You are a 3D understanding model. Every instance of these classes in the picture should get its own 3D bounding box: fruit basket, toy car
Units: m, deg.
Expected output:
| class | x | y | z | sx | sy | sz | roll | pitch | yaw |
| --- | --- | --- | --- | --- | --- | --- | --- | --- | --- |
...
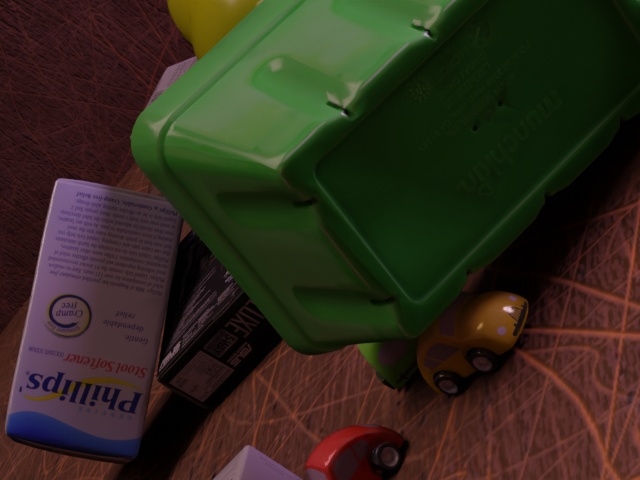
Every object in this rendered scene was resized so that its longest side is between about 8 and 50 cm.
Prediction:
| class | x | y | z | sx | sy | sz | roll | pitch | yaw |
| --- | --- | --- | --- | --- | --- | --- | --- | --- | --- |
| fruit basket | 0.030 | -0.127 | 1.280 | 0.392 | 0.283 | 0.392 | -31 | 25 | 16 |
| toy car | 0.056 | 0.095 | 1.266 | 0.239 | 0.053 | 0.225 | -51 | 13 | 15 |

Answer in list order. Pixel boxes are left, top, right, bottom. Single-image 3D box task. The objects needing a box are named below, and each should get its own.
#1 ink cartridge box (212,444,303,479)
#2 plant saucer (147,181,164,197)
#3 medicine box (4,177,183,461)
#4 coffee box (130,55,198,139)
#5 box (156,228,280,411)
| class | x | y | z | sx | sy | sz | roll | pitch | yaw |
| --- | --- | --- | --- | --- | --- | --- | --- | --- | --- |
| ink cartridge box | -0.078 | 0.260 | 1.308 | 0.104 | 0.061 | 0.181 | -48 | 14 | 29 |
| plant saucer | -0.093 | -0.096 | 2.003 | 0.278 | 0.041 | 0.278 | -25 | -7 | -3 |
| medicine box | -0.259 | 0.101 | 1.895 | 0.263 | 0.149 | 0.289 | 137 | 144 | -78 |
| coffee box | -0.077 | -0.120 | 1.703 | 0.246 | 0.141 | 0.098 | -6 | 54 | 62 |
| box | -0.056 | 0.000 | 1.795 | 0.307 | 0.076 | 0.242 | -47 | 23 | 29 |
